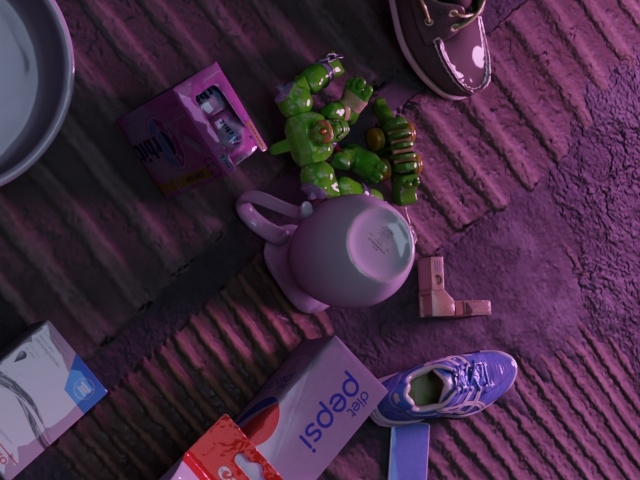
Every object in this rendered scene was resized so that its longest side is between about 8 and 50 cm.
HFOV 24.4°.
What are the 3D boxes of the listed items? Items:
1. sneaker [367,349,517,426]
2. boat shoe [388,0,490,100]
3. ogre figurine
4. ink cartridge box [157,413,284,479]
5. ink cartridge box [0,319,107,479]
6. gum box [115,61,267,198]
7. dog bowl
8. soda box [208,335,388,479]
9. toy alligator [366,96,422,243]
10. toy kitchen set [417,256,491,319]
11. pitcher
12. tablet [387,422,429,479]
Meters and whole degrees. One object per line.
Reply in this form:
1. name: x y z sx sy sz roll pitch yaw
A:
1. sneaker: 0.156 0.179 1.780 0.211 0.081 0.080 -15 84 -30
2. boat shoe: 0.143 -0.302 1.793 0.109 0.091 0.305 -42 120 -30
3. ogre figurine: 0.008 -0.120 1.741 0.118 0.097 0.197 -15 107 -45
4. ink cartridge box: -0.110 0.294 1.552 0.179 0.045 0.145 -44 103 -21
5. ink cartridge box: -0.326 0.180 1.548 0.180 0.060 0.104 -43 104 -24
6. gum box: -0.140 -0.117 1.605 0.062 0.188 0.107 -37 100 -26
7. dog bowl: -0.391 -0.175 1.512 0.265 0.104 0.264 -1 92 -23
8. soda box: -0.057 0.240 1.660 0.098 0.091 0.286 48 67 -13
9. toy alligator: 0.100 -0.084 1.801 0.056 0.051 0.189 -12 90 -27
10. toy kitchen set: 0.172 0.057 1.812 0.083 0.068 0.075 1 84 -27
11. pitcher: 0.000 0.000 1.654 0.178 0.207 0.125 42 67 -15
12. tablet: 0.106 0.260 1.790 0.054 0.006 0.083 9 79 -26
